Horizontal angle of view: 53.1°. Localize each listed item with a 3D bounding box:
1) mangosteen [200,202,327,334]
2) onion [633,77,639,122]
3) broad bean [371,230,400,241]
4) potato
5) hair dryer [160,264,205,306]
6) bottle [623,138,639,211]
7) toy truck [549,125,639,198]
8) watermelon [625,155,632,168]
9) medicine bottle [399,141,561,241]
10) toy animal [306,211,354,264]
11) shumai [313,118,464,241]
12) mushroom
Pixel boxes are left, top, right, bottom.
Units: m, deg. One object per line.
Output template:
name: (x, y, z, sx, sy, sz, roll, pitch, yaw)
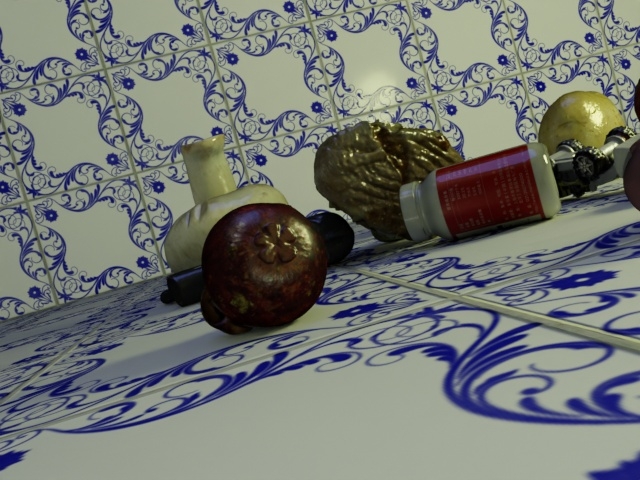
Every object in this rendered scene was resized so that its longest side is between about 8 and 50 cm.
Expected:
mangosteen: (-0.077, 0.030, 0.769, 0.156, 0.146, 0.181, -20, 4, -21)
onion: (0.951, -0.395, 1.571, 0.353, 0.354, 0.353, -15, 3, 1)
broad bean: (0.203, -0.045, 1.457, 0.174, 0.082, 0.124, -28, 8, -24)
potato: (0.625, -0.245, 1.531, 0.285, 0.242, 0.242, -19, 4, -42)
hair dryer: (-0.288, 0.108, 1.379, 0.114, 0.070, 0.248, -19, -4, -31)
bottle: (0.419, -0.084, 0.689, 0.233, 0.110, 0.110, -17, 3, -31)
toy truck: (0.514, -0.140, 1.217, 0.136, 0.111, 0.286, -28, 10, -25)
watermelon: (0.499, -0.103, 0.948, 0.078, 0.078, 0.111, -15, 3, 4)
medicine bottle: (0.271, -0.076, 1.093, 0.250, 0.131, 0.131, -15, 3, 22)
toy animal: (-0.016, 0.005, 1.369, 0.168, 0.106, 0.343, -16, 0, 0)
shumai: (0.126, -0.135, 1.305, 0.346, 0.217, 0.283, 7, 12, -18)
mushroom: (-0.201, -0.042, 1.473, 0.315, 0.356, 0.315, 11, 29, -6)
